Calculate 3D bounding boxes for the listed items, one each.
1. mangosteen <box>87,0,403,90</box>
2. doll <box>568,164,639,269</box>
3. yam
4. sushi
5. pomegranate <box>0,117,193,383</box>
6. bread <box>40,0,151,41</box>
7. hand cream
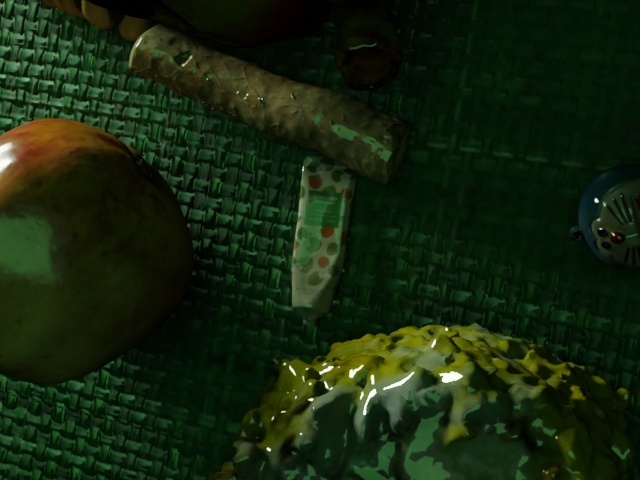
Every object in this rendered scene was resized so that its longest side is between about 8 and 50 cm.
[{"bbox_3d":[-0.065,-0.333,0.759,0.435,0.382,0.382,35,100,1],"label":"mangosteen"},{"bbox_3d":[0.281,-0.027,0.782,0.151,0.085,0.114,-18,103,7],"label":"doll"},{"bbox_3d":[-0.053,-0.136,0.904,0.299,0.066,0.066,24,97,17],"label":"yam"},{"bbox_3d":[0.092,0.267,0.762,0.351,0.240,0.397,10,96,17],"label":"sushi"},{"bbox_3d":[-0.256,0.023,0.875,0.270,0.252,0.229,-41,98,12],"label":"pomegranate"},{"bbox_3d":[-0.256,-0.301,0.962,0.225,0.081,0.134,23,96,16],"label":"bread"},{"bbox_3d":[0.000,0.000,0.905,0.057,0.037,0.165,6,85,18],"label":"hand cream"}]
